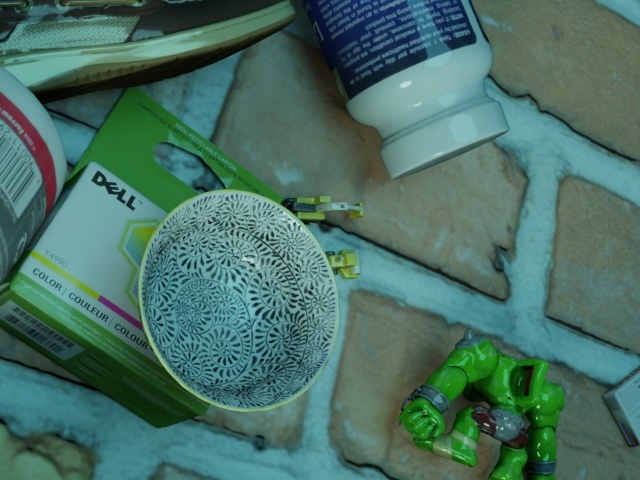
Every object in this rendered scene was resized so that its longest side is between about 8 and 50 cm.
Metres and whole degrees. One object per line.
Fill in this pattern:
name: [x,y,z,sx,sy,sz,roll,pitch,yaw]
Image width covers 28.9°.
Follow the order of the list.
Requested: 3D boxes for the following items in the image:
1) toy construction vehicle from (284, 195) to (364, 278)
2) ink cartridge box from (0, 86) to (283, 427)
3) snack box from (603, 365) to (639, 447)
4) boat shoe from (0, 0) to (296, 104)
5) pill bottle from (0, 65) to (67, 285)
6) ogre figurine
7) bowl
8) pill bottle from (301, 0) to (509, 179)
toy construction vehicle: [0.000,0.000,1.164,0.098,0.035,0.086,4,74,-30]
ink cartridge box: [-0.134,-0.002,1.047,0.189,0.097,0.255,36,61,-17]
snack box: [0.382,0.154,1.356,0.178,0.022,0.064,-29,91,-34]
boat shoe: [-0.184,-0.192,1.043,0.342,0.123,0.123,-16,93,-22]
pill bottle: [-0.317,0.020,0.845,0.176,0.176,0.318,39,46,-16]
ogre figurine: [0.169,0.166,1.182,0.197,0.097,0.118,27,74,-9]
bowl: [-0.077,0.053,0.960,0.170,0.080,0.170,10,70,-29]
pill bottle: [0.076,-0.202,1.200,0.153,0.153,0.264,-20,86,-34]
